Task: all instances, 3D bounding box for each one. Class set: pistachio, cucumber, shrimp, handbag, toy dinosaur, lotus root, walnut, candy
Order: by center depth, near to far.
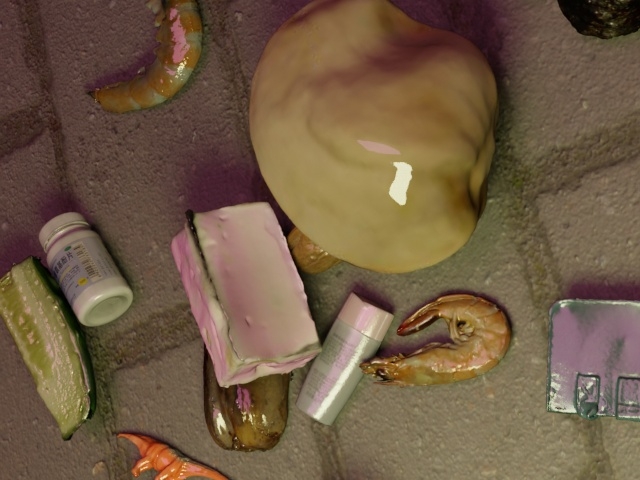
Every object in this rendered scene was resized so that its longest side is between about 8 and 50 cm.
[{"bbox_3d":[0.423,0.169,1.664,0.229,0.062,0.179,-1,82,28],"label":"handbag"},{"bbox_3d":[0.083,-0.161,1.790,0.365,0.281,0.445,-33,69,7],"label":"pistachio"},{"bbox_3d":[0.165,0.149,1.811,0.236,0.053,0.133,-17,74,22],"label":"shrimp"},{"bbox_3d":[-0.113,0.077,1.872,0.265,0.156,0.116,67,149,20],"label":"candy"},{"bbox_3d":[0.000,0.000,1.910,0.124,0.105,0.105,-39,63,34],"label":"walnut"},{"bbox_3d":[-0.129,0.169,1.957,0.167,0.078,0.329,-11,75,25],"label":"lotus root"},{"bbox_3d":[-0.242,0.373,1.987,0.280,0.055,0.101,33,73,32],"label":"toy dinosaur"},{"bbox_3d":[-0.454,0.184,2.118,0.145,0.105,0.325,-38,67,15],"label":"cucumber"},{"bbox_3d":[-0.289,-0.329,2.167,0.185,0.068,0.287,43,111,32],"label":"shrimp"}]

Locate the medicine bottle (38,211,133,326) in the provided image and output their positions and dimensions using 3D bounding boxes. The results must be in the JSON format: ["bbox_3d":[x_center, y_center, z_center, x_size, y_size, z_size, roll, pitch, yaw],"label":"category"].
[{"bbox_3d":[-0.405,0.048,2.118,0.103,0.103,0.186,-42,64,15],"label":"medicine bottle"}]

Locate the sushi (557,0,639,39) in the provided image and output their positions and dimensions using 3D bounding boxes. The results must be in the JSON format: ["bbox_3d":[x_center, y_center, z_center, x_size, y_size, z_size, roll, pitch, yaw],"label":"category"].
[{"bbox_3d":[0.362,-0.452,1.745,0.234,0.207,0.348,-26,70,14],"label":"sushi"}]

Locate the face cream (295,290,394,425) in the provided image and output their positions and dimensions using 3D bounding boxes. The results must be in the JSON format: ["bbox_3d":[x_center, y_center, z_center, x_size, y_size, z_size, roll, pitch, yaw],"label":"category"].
[{"bbox_3d":[0.035,0.180,1.876,0.084,0.057,0.198,31,93,28],"label":"face cream"}]
